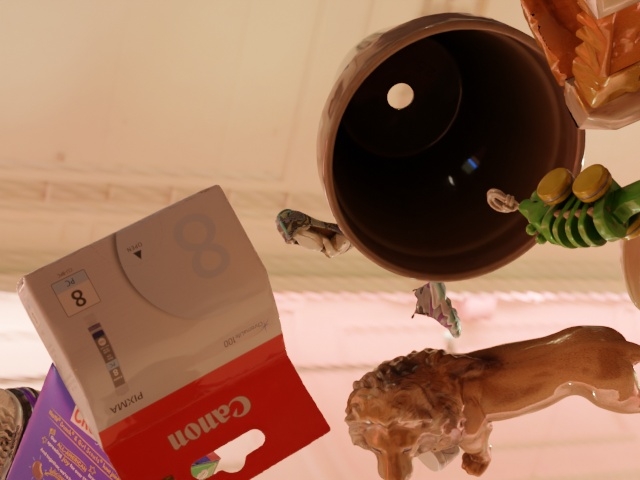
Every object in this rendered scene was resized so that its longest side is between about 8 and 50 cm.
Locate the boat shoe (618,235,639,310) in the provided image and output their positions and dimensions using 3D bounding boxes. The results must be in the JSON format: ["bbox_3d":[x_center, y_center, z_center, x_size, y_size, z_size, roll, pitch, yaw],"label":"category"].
[{"bbox_3d":[0.431,-0.031,1.634,0.109,0.302,0.098,0,-154,-13],"label":"boat shoe"}]

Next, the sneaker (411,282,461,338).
[{"bbox_3d":[0.174,0.114,2.146,0.069,0.098,0.038,-23,175,18],"label":"sneaker"}]

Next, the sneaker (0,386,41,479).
[{"bbox_3d":[-0.502,0.362,2.203,0.102,0.293,0.146,30,-165,21],"label":"sneaker"}]

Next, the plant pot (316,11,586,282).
[{"bbox_3d":[0.133,-0.146,1.740,0.323,0.323,0.280,8,-161,-15],"label":"plant pot"}]

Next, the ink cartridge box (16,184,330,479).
[{"bbox_3d":[-0.186,0.157,1.881,0.308,0.385,0.091,-27,174,-25],"label":"ink cartridge box"}]

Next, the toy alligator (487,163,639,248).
[{"bbox_3d":[0.178,-0.017,1.020,0.056,0.051,0.190,42,157,-24],"label":"toy alligator"}]

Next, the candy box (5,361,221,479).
[{"bbox_3d":[-0.326,0.372,2.039,0.268,0.317,0.122,38,-154,29],"label":"candy box"}]

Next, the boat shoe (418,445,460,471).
[{"bbox_3d":[0.160,0.298,2.295,0.063,0.066,0.184,-28,-123,-29],"label":"boat shoe"}]

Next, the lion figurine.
[{"bbox_3d":[0.223,0.158,1.515,0.392,0.240,0.142,-23,-120,2],"label":"lion figurine"}]

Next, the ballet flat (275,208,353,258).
[{"bbox_3d":[0.000,0.000,2.395,0.188,0.070,0.070,15,-167,-38],"label":"ballet flat"}]

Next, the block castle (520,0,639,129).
[{"bbox_3d":[0.213,-0.338,1.056,0.213,0.453,0.303,-23,160,1],"label":"block castle"}]
